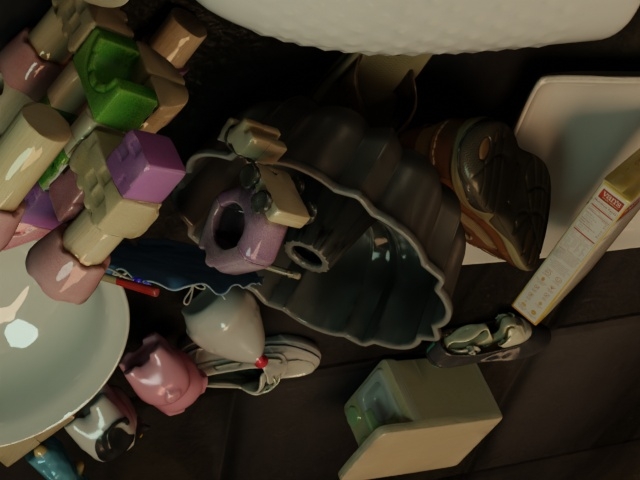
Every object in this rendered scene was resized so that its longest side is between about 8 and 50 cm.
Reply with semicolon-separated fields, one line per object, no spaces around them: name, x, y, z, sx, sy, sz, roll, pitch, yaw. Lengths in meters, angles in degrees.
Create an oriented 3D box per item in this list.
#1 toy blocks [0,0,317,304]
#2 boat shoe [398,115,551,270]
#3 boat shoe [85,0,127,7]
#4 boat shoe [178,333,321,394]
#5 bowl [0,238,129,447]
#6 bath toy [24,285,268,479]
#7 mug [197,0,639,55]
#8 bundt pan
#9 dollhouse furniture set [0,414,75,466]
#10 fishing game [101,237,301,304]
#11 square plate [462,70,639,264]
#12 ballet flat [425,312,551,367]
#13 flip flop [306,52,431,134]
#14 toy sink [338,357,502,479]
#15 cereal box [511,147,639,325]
toy blocks;-0.232;-0.064;1.090;0.309;0.289;0.260;14;130;-44
boat shoe;0.180;-0.059;1.396;0.119;0.123;0.324;9;163;27
boat shoe;-0.169;-0.328;0.914;0.116;0.097;0.324;19;144;15
boat shoe;-0.093;0.180;1.685;0.226;0.076;0.083;5;139;-32
bowl;-0.367;0.078;1.320;0.297;0.134;0.298;-15;131;-18
bath toy;-0.207;0.191;1.546;0.348;0.151;0.129;-39;110;1
mug;0.056;-0.324;0.921;0.327;0.276;0.374;-6;114;-7
bundt pan;0.011;-0.028;1.295;0.330;0.124;0.331;23;151;13
dollhouse furniture set;-0.392;0.150;1.484;0.129;0.129;0.184;-36;114;21
fishing game;-0.151;0.033;1.218;0.264;0.189;0.041;-8;110;-63
square plate;0.356;-0.099;1.545;0.344;0.049;0.347;-5;144;-22
ballet flat;0.257;0.147;1.826;0.203;0.074;0.074;-9;145;-11
flip flop;0.064;-0.154;1.289;0.112;0.080;0.277;4;141;-31
toy sink;0.131;0.269;1.878;0.234;0.131;0.153;-2;143;-32
cereal box;0.343;-0.017;1.498;0.173;0.047;0.240;-35;161;-43
